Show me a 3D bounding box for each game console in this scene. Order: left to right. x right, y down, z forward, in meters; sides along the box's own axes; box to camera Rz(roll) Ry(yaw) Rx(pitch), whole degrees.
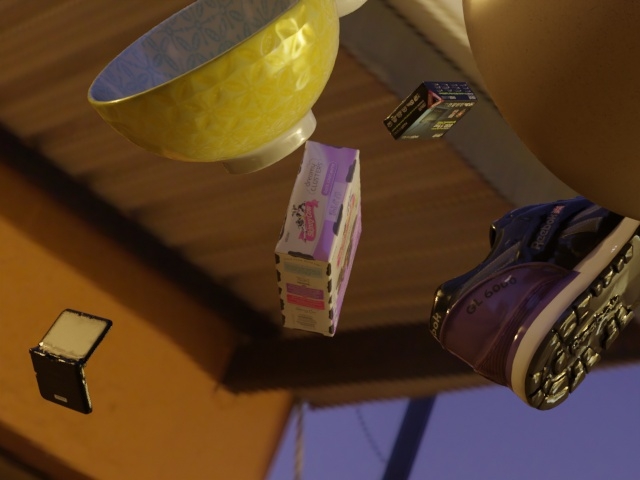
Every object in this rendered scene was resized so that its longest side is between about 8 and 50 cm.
[{"bbox_3d":[-0.317,0.157,1.923,0.122,0.071,0.107,9,-64,49],"label":"game console"}]

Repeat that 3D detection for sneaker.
[{"bbox_3d":[0.194,-0.006,1.101,0.124,0.283,0.107,29,-36,34],"label":"sneaker"}]

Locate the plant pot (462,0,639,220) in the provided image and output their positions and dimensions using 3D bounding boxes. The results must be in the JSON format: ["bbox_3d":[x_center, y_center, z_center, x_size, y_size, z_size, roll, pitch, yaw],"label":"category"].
[{"bbox_3d":[0.265,-0.175,1.005,0.284,0.284,0.191,30,-32,-14],"label":"plant pot"}]

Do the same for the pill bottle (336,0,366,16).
[{"bbox_3d":[-0.019,-0.389,2.054,0.176,0.176,0.318,33,-9,-20],"label":"pill bottle"}]

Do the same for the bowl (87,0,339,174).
[{"bbox_3d":[-0.090,-0.166,1.609,0.289,0.289,0.156,-7,-58,43],"label":"bowl"}]

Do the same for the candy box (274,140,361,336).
[{"bbox_3d":[0.000,0.000,1.833,0.070,0.165,0.196,11,-29,9],"label":"candy box"}]

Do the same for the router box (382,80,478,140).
[{"bbox_3d":[0.162,-0.189,2.156,0.092,0.038,0.122,-44,-21,32],"label":"router box"}]
